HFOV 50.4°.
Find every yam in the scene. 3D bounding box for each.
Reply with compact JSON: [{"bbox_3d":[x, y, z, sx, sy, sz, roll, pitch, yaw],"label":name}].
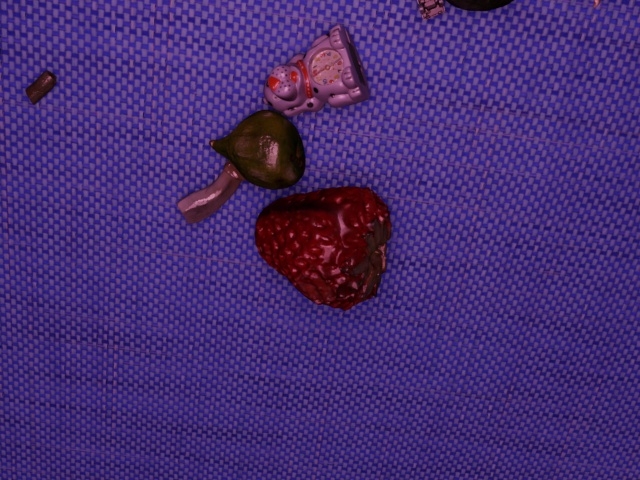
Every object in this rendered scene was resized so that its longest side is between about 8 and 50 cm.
[{"bbox_3d":[-0.700,-0.382,1.701,0.094,0.043,0.043,-36,107,13],"label":"yam"}]

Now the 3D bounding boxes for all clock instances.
[{"bbox_3d":[-0.028,-0.385,1.637,0.254,0.189,0.189,-17,111,14],"label":"clock"}]

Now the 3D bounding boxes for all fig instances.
[{"bbox_3d":[-0.168,-0.216,1.691,0.235,0.203,0.203,-7,112,14],"label":"fig"}]

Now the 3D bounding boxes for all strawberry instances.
[{"bbox_3d":[0.000,0.000,1.757,0.345,0.295,0.317,17,135,29],"label":"strawberry"}]

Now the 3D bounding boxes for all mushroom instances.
[{"bbox_3d":[-0.276,-0.129,1.782,0.223,0.081,0.092,-35,128,11],"label":"mushroom"}]

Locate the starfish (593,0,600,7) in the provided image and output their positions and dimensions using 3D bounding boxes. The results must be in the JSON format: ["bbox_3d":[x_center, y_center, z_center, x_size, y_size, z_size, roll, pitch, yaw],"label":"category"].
[{"bbox_3d":[0.616,-0.760,1.469,0.384,0.132,0.398,47,69,-20],"label":"starfish"}]

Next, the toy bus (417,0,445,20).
[{"bbox_3d":[0.247,-0.586,1.590,0.060,0.075,0.123,-18,110,13],"label":"toy bus"}]

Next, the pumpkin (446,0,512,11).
[{"bbox_3d":[0.362,-0.645,1.468,0.300,0.207,0.300,-23,128,-33],"label":"pumpkin"}]
